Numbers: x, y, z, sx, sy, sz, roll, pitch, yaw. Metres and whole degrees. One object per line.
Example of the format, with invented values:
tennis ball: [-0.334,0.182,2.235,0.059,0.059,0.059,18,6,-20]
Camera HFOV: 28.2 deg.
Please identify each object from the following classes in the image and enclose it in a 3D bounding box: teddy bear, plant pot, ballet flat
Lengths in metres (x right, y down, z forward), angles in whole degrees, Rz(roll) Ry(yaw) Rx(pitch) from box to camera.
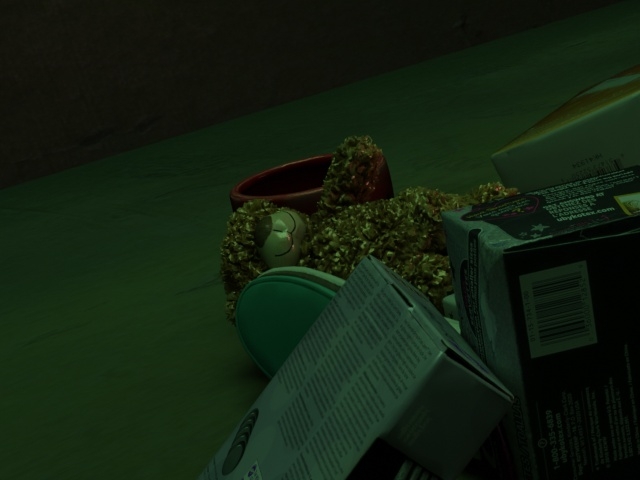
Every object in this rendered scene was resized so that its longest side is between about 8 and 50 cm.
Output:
teddy bear: [0.059,0.014,1.339,0.338,0.245,0.113,17,-6,7]
plant pot: [0.000,0.000,1.519,0.191,0.174,0.191,-10,15,3]
ballet flat: [0.079,0.114,1.182,0.139,0.139,0.400,-22,22,-35]

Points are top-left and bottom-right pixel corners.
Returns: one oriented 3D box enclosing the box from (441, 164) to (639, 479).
box: [0.192,0.091,0.894,0.163,0.247,0.142,-13,14,-8]

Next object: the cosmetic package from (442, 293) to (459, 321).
cosmetic package: [0.251,0.068,1.260,0.231,0.085,0.117,-20,17,-21]

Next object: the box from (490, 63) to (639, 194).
box: [0.390,-0.113,1.555,0.215,0.168,0.345,-24,5,34]

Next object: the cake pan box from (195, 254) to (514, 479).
cake pan box: [0.008,0.149,0.901,0.245,0.070,0.267,-55,15,4]
